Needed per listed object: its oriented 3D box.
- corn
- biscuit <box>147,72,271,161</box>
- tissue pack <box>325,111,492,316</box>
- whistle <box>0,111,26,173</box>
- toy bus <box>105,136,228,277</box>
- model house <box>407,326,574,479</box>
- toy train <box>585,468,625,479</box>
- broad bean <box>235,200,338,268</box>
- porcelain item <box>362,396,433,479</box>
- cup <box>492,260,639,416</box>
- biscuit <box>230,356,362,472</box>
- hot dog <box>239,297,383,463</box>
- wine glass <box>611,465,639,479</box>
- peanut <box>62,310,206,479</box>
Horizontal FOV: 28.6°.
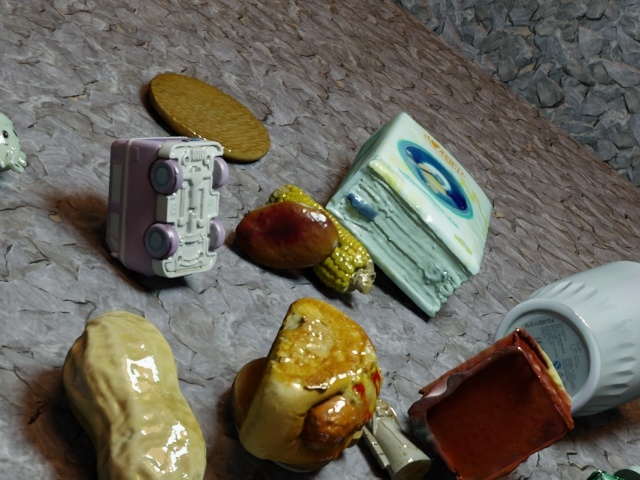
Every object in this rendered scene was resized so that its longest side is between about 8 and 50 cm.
[{"bbox_3d":[0.000,0.000,2.146,0.097,0.097,0.261,0,40,-51],"label":"corn"},{"bbox_3d":[-0.212,-0.230,2.380,0.262,0.037,0.262,27,24,-14],"label":"biscuit"},{"bbox_3d":[0.177,-0.061,2.346,0.287,0.162,0.388,46,21,-7],"label":"tissue pack"},{"bbox_3d":[-0.523,-0.178,1.831,0.253,0.106,0.102,39,-16,13],"label":"whistle"},{"bbox_3d":[-0.229,-0.052,1.847,0.142,0.202,0.142,10,10,31],"label":"toy bus"},{"bbox_3d":[0.257,0.241,1.856,0.160,0.196,0.254,55,13,4],"label":"model house"},{"bbox_3d":[0.497,0.457,1.888,0.269,0.115,0.154,25,31,-16],"label":"toy train"},{"bbox_3d":[-0.053,-0.009,2.059,0.165,0.114,0.084,-6,29,10],"label":"broad bean"},{"bbox_3d":[0.075,0.256,1.815,0.084,0.054,0.213,9,33,-46],"label":"porcelain item"},{"bbox_3d":[0.480,0.181,2.219,0.253,0.253,0.371,45,29,23],"label":"cup"},{"bbox_3d":[-0.043,0.239,1.702,0.181,0.049,0.208,40,29,12],"label":"biscuit"},{"bbox_3d":[-0.002,0.191,1.629,0.153,0.150,0.256,22,28,-1],"label":"hot dog"},{"bbox_3d":[0.542,0.405,2.096,0.073,0.073,0.155,47,25,27],"label":"wine glass"},{"bbox_3d":[-0.216,0.205,1.454,0.149,0.149,0.313,13,38,-39],"label":"peanut"}]
